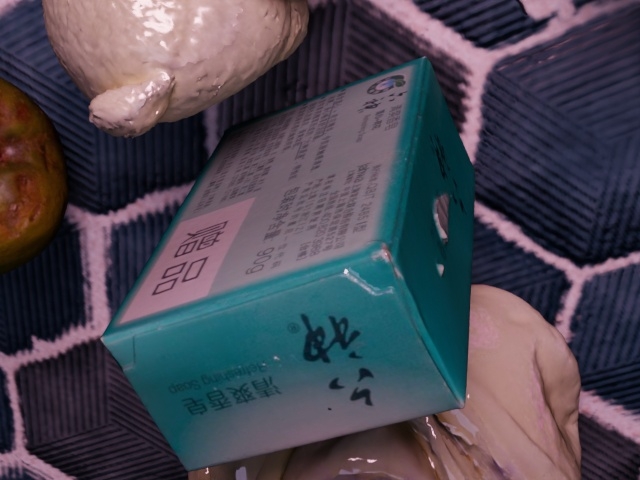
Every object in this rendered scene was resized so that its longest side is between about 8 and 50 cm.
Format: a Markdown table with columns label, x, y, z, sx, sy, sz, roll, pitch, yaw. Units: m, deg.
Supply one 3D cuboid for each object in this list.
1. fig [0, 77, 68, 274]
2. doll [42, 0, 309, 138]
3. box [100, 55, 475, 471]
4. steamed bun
| label | x | y | z | sx | sy | sz | roll | pitch | yaw |
| --- | --- | --- | --- | --- | --- | --- | --- | --- | --- |
| fig | -0.239 | -0.043 | 0.636 | 0.126 | 0.185 | 0.133 | -42 | 102 | -11 |
| doll | -0.051 | -0.196 | 0.492 | 0.149 | 0.175 | 0.278 | 11 | 120 | -29 |
| box | 0.000 | 0.000 | 0.513 | 0.153 | 0.245 | 0.092 | -18 | 115 | 21 |
| steamed bun | 0.047 | 0.170 | 0.624 | 0.280 | 0.207 | 0.268 | 13 | 121 | 2 |
